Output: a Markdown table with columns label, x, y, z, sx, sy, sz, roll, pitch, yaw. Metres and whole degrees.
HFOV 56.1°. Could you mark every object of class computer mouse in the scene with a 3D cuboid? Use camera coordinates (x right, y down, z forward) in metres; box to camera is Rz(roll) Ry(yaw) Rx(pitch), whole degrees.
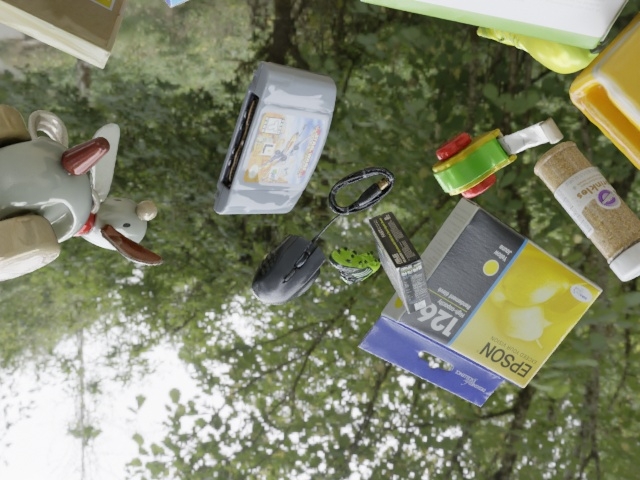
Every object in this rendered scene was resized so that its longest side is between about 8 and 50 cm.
| label | x | y | z | sx | sy | sz | roll | pitch | yaw |
| --- | --- | --- | --- | --- | --- | --- | --- | --- | --- |
| computer mouse | 0.000 | 0.000 | 0.746 | 0.071 | 0.242 | 0.041 | 37 | -159 | -15 |

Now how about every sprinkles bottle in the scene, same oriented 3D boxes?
| label | x | y | z | sx | sy | sz | roll | pitch | yaw |
| --- | --- | --- | --- | --- | --- | --- | --- | --- | --- |
| sprinkles bottle | 0.669 | -0.075 | 1.453 | 0.121 | 0.121 | 0.355 | -10 | -122 | -37 |

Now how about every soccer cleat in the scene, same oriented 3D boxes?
| label | x | y | z | sx | sy | sz | roll | pitch | yaw |
| --- | --- | --- | --- | --- | --- | --- | --- | --- | --- |
| soccer cleat | 0.062 | 0.056 | 1.192 | 0.060 | 0.072 | 0.179 | 47 | -162 | 25 |
| soccer cleat | 0.238 | -0.252 | 0.682 | 0.121 | 0.093 | 0.289 | -32 | -150 | 32 |

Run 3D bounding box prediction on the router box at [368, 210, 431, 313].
| label | x | y | z | sx | sy | sz | roll | pitch | yaw |
| --- | --- | --- | --- | --- | --- | --- | --- | --- | --- |
| router box | 0.113 | 0.029 | 0.857 | 0.038 | 0.092 | 0.122 | -22 | -141 | -2 |

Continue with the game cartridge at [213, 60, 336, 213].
| label | x | y | z | sx | sy | sz | roll | pitch | yaw |
| --- | --- | --- | --- | --- | --- | --- | --- | --- | --- |
| game cartridge | -0.080 | -0.184 | 1.155 | 0.198 | 0.297 | 0.062 | -1 | -148 | -42 |

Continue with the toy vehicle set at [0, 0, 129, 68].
| label | x | y | z | sx | sy | sz | roll | pitch | yaw |
| --- | --- | --- | --- | --- | --- | --- | --- | --- | --- |
| toy vehicle set | -0.376 | -0.391 | 0.911 | 0.166 | 0.035 | 0.266 | 23 | -132 | -26 |

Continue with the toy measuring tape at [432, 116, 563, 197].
| label | x | y | z | sx | sy | sz | roll | pitch | yaw |
| --- | --- | --- | --- | --- | --- | --- | --- | --- | --- |
| toy measuring tape | 0.280 | -0.137 | 1.045 | 0.122 | 0.121 | 0.330 | -2 | 180 | -13 |

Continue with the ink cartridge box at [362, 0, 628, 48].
| label | x | y | z | sx | sy | sz | roll | pitch | yaw |
| --- | --- | --- | --- | --- | --- | --- | --- | --- | --- |
| ink cartridge box | 0.126 | -0.247 | 0.355 | 0.189 | 0.097 | 0.255 | 14 | 161 | 7 |

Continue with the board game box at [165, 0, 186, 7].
| label | x | y | z | sx | sy | sz | roll | pitch | yaw |
| --- | --- | --- | --- | --- | --- | --- | --- | --- | --- |
| board game box | -0.206 | -0.509 | 0.785 | 0.141 | 0.232 | 0.291 | -30 | 168 | -15 |

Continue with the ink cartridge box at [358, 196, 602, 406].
| label | x | y | z | sx | sy | sz | roll | pitch | yaw |
| --- | --- | --- | --- | --- | --- | --- | --- | --- | --- |
| ink cartridge box | 0.272 | 0.130 | 1.017 | 0.304 | 0.307 | 0.072 | 29 | -171 | -23 |

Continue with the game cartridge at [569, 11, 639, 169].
| label | x | y | z | sx | sy | sz | roll | pitch | yaw |
| --- | --- | --- | --- | --- | --- | --- | --- | --- | --- |
| game cartridge | 0.383 | -0.118 | 0.435 | 0.324 | 0.285 | 0.052 | -44 | 180 | -13 |

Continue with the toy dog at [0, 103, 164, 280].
| label | x | y | z | sx | sy | sz | roll | pitch | yaw |
| --- | --- | --- | --- | --- | --- | --- | --- | --- | --- |
| toy dog | -0.255 | -0.057 | 0.661 | 0.161 | 0.220 | 0.333 | -21 | -166 | 6 |
